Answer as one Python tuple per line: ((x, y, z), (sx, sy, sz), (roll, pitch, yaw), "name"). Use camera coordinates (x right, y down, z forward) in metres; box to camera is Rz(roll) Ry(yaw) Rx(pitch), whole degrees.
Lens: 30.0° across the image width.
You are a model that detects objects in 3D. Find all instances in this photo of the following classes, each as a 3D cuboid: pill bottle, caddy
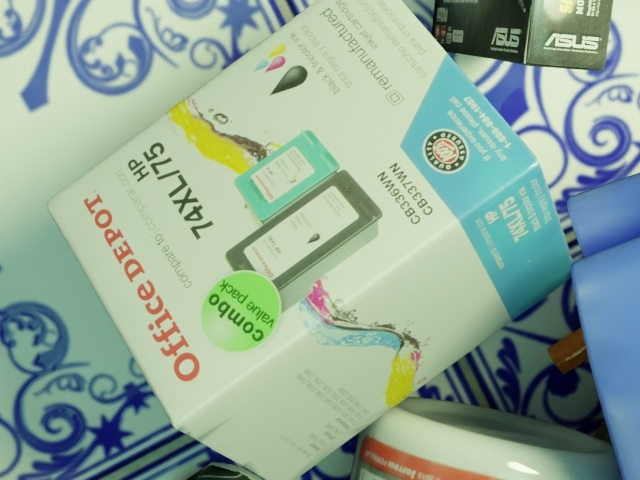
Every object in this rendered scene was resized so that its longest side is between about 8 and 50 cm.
((0.101, 0.315, 0.902), (0.210, 0.210, 0.363), (11, 91, -9), "pill bottle")
((0.289, 0.092, 0.816), (0.179, 0.241, 0.341), (-14, 112, 17), "caddy")

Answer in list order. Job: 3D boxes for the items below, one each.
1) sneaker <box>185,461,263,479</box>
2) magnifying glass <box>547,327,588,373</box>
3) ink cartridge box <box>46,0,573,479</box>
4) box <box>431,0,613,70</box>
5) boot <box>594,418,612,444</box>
((-0.044, 0.252, 0.965), (0.178, 0.077, 0.072), (42, 94, -12), "sneaker")
((0.286, 0.035, 0.964), (0.231, 0.092, 0.026), (-36, 107, 12), "magnifying glass")
((0.000, 0.000, 0.823), (0.270, 0.197, 0.198), (-37, 62, 1), "ink cartridge box")
((0.137, -0.214, 0.815), (0.056, 0.231, 0.183), (2, 102, -10), "box")
((0.289, 0.299, 1.009), (0.236, 0.089, 0.269), (28, 96, -11), "boot")
